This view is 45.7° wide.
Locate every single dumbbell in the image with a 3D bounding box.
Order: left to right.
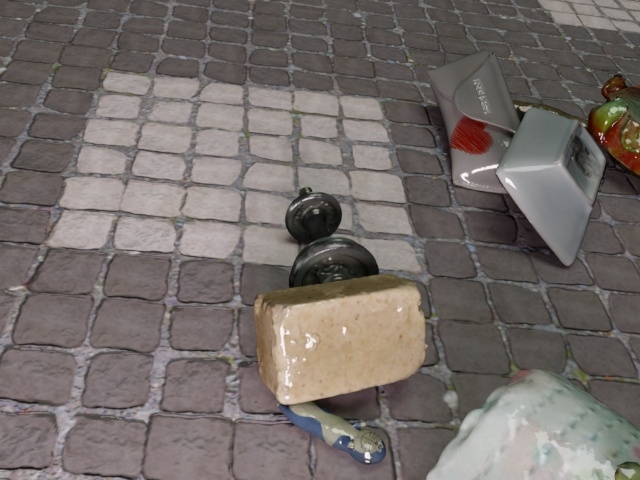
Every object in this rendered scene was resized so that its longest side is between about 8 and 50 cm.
[{"bbox_3d":[0.000,0.000,0.981,0.110,0.110,0.254,0,32,-13],"label":"dumbbell"}]

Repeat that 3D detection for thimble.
[{"bbox_3d":[0.194,0.230,0.674,0.211,0.185,0.149,-46,56,-8],"label":"thimble"}]

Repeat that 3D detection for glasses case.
[{"bbox_3d":[0.262,-0.216,1.278,0.128,0.083,0.308,-6,52,-1],"label":"glasses case"}]

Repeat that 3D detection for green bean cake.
[{"bbox_3d":[0.022,0.103,0.825,0.179,0.109,0.085,-6,9,-22],"label":"green bean cake"}]

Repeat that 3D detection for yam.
[{"bbox_3d":[0.372,-0.226,1.382,0.252,0.061,0.061,18,38,9],"label":"yam"}]

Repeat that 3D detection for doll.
[{"bbox_3d":[0.011,0.194,0.789,0.125,0.027,0.037,25,40,18],"label":"doll"}]

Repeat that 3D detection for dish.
[{"bbox_3d":[0.367,-0.101,1.135,0.182,0.080,0.243,50,40,-10],"label":"dish"}]

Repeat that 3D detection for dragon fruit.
[{"bbox_3d":[0.605,-0.177,1.317,0.295,0.130,0.268,15,38,5],"label":"dragon fruit"}]

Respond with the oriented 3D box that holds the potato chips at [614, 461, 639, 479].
[{"bbox_3d":[0.251,0.294,0.403,0.373,0.097,0.389,-13,28,-20],"label":"potato chips"}]
